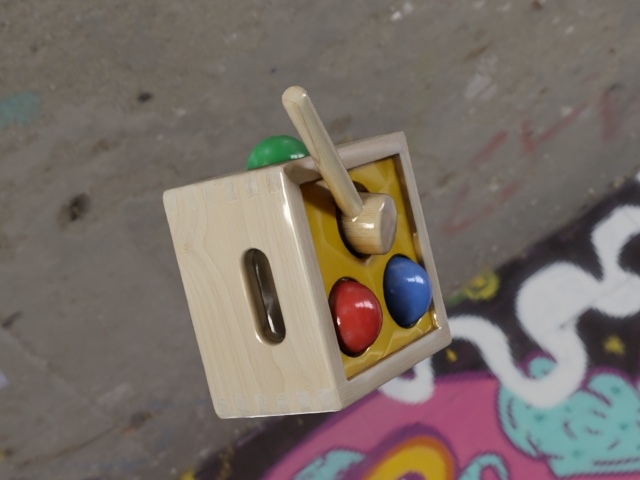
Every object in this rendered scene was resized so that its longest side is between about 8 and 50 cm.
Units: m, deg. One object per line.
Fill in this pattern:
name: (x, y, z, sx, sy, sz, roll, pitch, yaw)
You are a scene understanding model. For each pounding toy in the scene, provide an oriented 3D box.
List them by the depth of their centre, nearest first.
pounding toy: (0.000, 0.000, 0.584, 0.100, 0.141, 0.130, -9, -173, 34)
